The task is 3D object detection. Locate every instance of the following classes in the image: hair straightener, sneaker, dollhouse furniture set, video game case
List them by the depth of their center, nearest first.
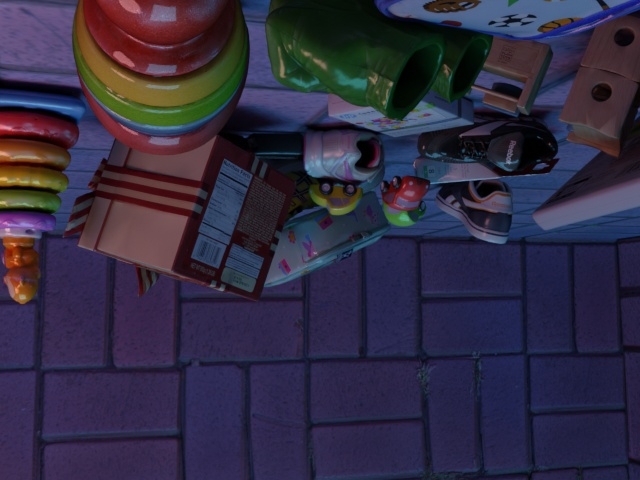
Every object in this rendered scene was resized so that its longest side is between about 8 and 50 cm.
[{"bbox_3d":[0.277,-0.195,0.910,0.184,0.128,0.129,23,-176,21],"label":"dollhouse furniture set"},{"bbox_3d":[0.425,-0.133,0.935,0.300,0.036,0.329,-41,180,-8],"label":"video game case"},{"bbox_3d":[0.276,-0.155,1.265,0.235,0.078,0.106,-3,-153,-11],"label":"sneaker"},{"bbox_3d":[-0.136,-0.177,1.375,0.231,0.047,0.089,5,173,-17],"label":"hair straightener"},{"bbox_3d":[0.069,-0.140,1.426,0.111,0.102,0.252,-2,176,27],"label":"sneaker"},{"bbox_3d":[-0.070,-0.097,1.635,0.385,0.147,0.145,-1,173,-18],"label":"sneaker"},{"bbox_3d":[0.376,-0.102,1.883,0.126,0.127,0.321,7,-163,-16],"label":"sneaker"}]

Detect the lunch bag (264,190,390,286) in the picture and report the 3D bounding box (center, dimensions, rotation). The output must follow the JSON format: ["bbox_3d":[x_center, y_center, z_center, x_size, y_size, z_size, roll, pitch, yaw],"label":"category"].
[{"bbox_3d":[0.000,0.000,1.584,0.224,0.107,0.279,-20,177,-39],"label":"lunch bag"}]

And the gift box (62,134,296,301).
[{"bbox_3d":[-0.237,-0.035,1.293,0.258,0.276,0.255,14,168,36],"label":"gift box"}]

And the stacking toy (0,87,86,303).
[{"bbox_3d":[-0.433,-0.059,1.138,0.166,0.301,0.175,1,175,-23],"label":"stacking toy"}]

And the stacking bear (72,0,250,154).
[{"bbox_3d":[-0.134,-0.186,0.665,0.176,0.164,0.289,0,170,-11],"label":"stacking bear"}]

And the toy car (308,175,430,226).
[{"bbox_3d":[0.123,-0.062,1.421,0.239,0.053,0.225,-2,169,35],"label":"toy car"}]

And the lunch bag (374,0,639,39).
[{"bbox_3d":[0.197,-0.222,0.522,0.243,0.114,0.303,0,176,-35],"label":"lunch bag"}]

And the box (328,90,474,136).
[{"bbox_3d":[0.124,-0.196,1.175,0.145,0.038,0.186,-5,172,35],"label":"box"}]

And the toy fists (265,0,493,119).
[{"bbox_3d":[0.049,-0.174,0.713,0.142,0.096,0.279,31,-153,17],"label":"toy fists"}]

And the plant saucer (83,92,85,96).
[{"bbox_3d":[-0.283,-0.201,1.144,0.120,0.021,0.119,-1,174,0],"label":"plant saucer"}]

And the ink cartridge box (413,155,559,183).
[{"bbox_3d":[0.297,-0.145,1.395,0.225,0.056,0.181,-5,-168,24],"label":"ink cartridge box"}]
